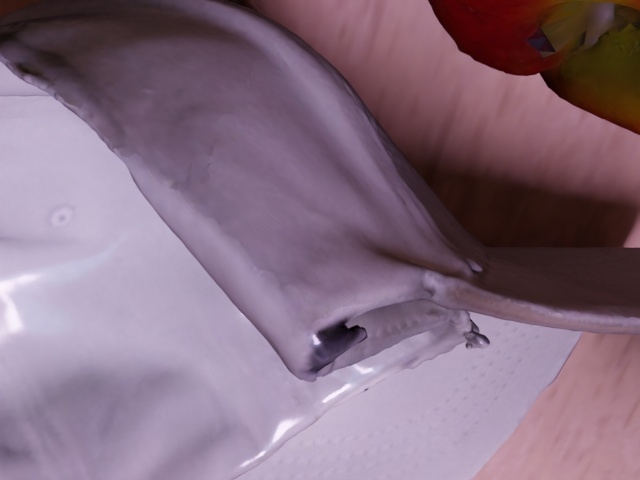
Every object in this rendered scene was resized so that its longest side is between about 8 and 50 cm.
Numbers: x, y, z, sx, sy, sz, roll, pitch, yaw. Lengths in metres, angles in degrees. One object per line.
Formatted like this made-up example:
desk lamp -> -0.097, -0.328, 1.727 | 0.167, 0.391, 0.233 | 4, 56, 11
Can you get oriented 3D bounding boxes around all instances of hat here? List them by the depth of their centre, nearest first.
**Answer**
hat -> -0.002, 0.006, 0.483 | 0.301, 0.168, 0.258 | -2, 156, -32

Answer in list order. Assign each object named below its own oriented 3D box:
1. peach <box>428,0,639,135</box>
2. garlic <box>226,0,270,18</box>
peach -> 0.123, -0.142, 0.376 | 0.190, 0.226, 0.196 | 24, 166, 16
garlic -> -0.058, -0.117, 0.415 | 0.084, 0.066, 0.152 | -5, 125, -3
